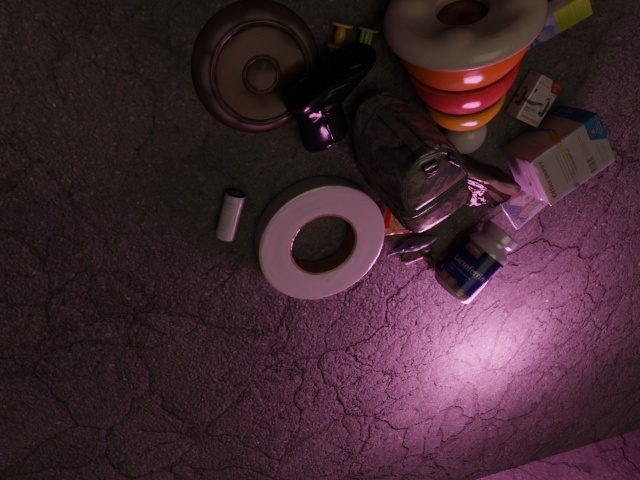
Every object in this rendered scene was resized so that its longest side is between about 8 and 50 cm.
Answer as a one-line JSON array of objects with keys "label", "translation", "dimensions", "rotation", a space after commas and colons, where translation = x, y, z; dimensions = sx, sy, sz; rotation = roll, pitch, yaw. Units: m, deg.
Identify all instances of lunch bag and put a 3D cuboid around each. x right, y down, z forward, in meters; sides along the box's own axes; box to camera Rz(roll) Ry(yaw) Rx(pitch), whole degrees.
[{"label": "lunch bag", "translation": [0.217, -0.206, 1.272], "dimensions": [0.212, 0.305, 0.256], "rotation": [-34, 143, 2]}]

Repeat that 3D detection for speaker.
[{"label": "speaker", "translation": [-0.242, -0.067, 1.362], "dimensions": [0.055, 0.055, 0.136], "rotation": [6, 119, -25]}]

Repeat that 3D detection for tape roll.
[{"label": "tape roll", "translation": [0.000, 0.000, 1.492], "dimensions": [0.391, 0.072, 0.393], "rotation": [-11, 125, -15]}]

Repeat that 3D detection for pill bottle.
[{"label": "pill bottle", "translation": [0.518, 0.069, 1.692], "dimensions": [0.153, 0.153, 0.265], "rotation": [29, 107, -34]}]

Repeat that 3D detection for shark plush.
[{"label": "shark plush", "translation": [0.286, 0.008, 1.615], "dimensions": [0.161, 0.067, 0.073], "rotation": [-8, 94, 4]}]

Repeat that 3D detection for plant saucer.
[{"label": "plant saucer", "translation": [-0.142, -0.394, 1.193], "dimensions": [0.310, 0.050, 0.311], "rotation": [-11, 126, -15]}]

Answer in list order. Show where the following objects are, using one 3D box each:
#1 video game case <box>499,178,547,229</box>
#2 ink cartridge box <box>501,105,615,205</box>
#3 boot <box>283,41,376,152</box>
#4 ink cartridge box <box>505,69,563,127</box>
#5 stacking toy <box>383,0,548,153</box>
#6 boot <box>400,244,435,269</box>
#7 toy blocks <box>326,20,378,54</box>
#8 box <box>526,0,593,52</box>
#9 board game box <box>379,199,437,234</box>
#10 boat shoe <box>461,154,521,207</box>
[{"label": "video game case", "translation": [0.695, -0.155, 1.696], "dimensions": [0.201, 0.023, 0.183], "rotation": [-42, 127, 8]}, {"label": "ink cartridge box", "translation": [0.707, -0.258, 1.528], "dimensions": [0.232, 0.168, 0.171], "rotation": [-35, 116, 3]}, {"label": "boot", "translation": [0.037, -0.338, 1.235], "dimensions": [0.246, 0.094, 0.207], "rotation": [-37, 157, 0]}, {"label": "ink cartridge box", "translation": [0.619, -0.409, 1.478], "dimensions": [0.099, 0.056, 0.135], "rotation": [13, 116, -29]}, {"label": "stacking toy", "translation": [0.357, -0.402, 1.284], "dimensions": [0.350, 0.351, 0.480], "rotation": [-28, 147, -2]}, {"label": "boot", "translation": [0.317, 0.067, 1.683], "dimensions": [0.114, 0.037, 0.107], "rotation": [-22, 114, -11]}, {"label": "toy blocks", "translation": [0.068, -0.445, 1.238], "dimensions": [0.123, 0.054, 0.148], "rotation": [1, 122, -22]}, {"label": "box", "translation": [0.601, -0.572, 1.318], "dimensions": [0.178, 0.043, 0.109], "rotation": [-27, 160, 28]}, {"label": "board game box", "translation": [0.274, -0.098, 1.553], "dimensions": [0.193, 0.045, 0.147], "rotation": [-8, 124, -17]}, {"label": "boat shoe", "translation": [0.458, -0.160, 1.516], "dimensions": [0.355, 0.132, 0.130], "rotation": [12, 123, -36]}]
